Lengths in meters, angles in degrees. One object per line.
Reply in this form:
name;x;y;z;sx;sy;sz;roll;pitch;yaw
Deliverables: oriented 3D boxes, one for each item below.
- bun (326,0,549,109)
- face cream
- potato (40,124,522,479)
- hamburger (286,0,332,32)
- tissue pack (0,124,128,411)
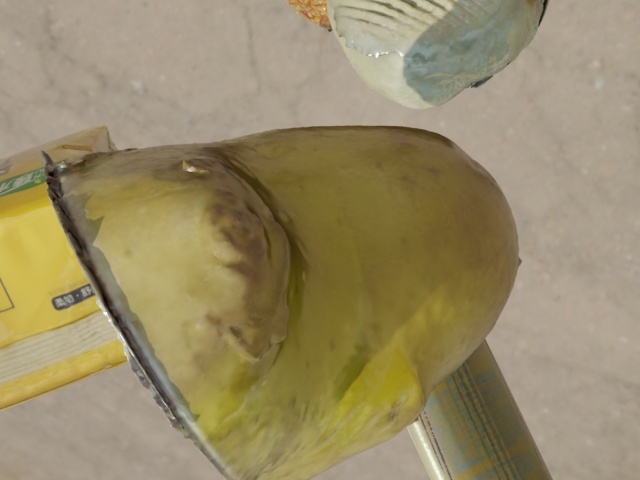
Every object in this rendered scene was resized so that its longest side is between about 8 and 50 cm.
bun;0.126;-0.248;1.325;0.239;0.239;0.141;12;157;22
face cream;0.149;0.173;1.421;0.067;0.139;0.285;-38;74;58
potato;0.000;0.000;0.929;0.290;0.296;0.397;56;175;26
hamburger;0.015;-0.458;1.706;0.330;0.250;0.330;47;173;8
tissue pack;-0.374;0.052;1.374;0.381;0.293;0.228;-20;107;2
